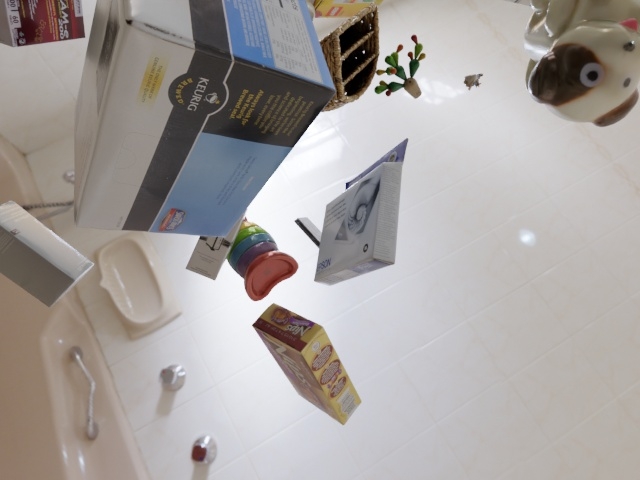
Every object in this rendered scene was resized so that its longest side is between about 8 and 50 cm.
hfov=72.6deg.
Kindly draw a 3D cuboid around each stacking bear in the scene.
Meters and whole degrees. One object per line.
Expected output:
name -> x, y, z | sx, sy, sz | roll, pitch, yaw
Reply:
stacking bear -> -0.226, 0.012, 1.328 | 0.289, 0.175, 0.164 | 47, -9, 32

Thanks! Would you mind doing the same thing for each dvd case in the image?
dvd case -> 0.000, 0.000, 1.205 | 0.164, 0.018, 0.221 | 47, 6, 0

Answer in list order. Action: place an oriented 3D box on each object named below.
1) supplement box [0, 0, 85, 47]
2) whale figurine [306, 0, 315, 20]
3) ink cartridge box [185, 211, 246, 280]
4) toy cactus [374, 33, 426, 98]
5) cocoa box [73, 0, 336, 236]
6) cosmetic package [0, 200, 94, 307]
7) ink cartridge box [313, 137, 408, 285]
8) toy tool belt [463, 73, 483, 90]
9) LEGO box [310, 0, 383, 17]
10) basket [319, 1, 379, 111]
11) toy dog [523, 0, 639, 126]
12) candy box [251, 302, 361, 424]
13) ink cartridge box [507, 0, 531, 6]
supplement box -> -0.743, -0.596, 1.149 | 0.073, 0.239, 0.130 | 20, -56, 9
whale figurine -> -0.151, -0.668, 1.235 | 0.141, 0.272, 0.216 | -54, -138, 34
ink cartridge box -> -0.271, -0.011, 1.163 | 0.086, 0.203, 0.148 | 24, 1, -9
toy cactus -> 0.286, -0.556, 1.465 | 0.180, 0.219, 0.112 | 40, -4, -29
cocoa box -> -0.182, -0.186, 0.587 | 0.347, 0.228, 0.231 | -42, -127, 45
cosmetic package -> -0.678, 0.032, 1.023 | 0.238, 0.107, 0.127 | 41, 8, -18
ink cartridge box -> 0.064, -0.046, 0.765 | 0.223, 0.045, 0.224 | -31, -135, 61
toy tool belt -> 0.528, -0.546, 1.504 | 0.052, 0.083, 0.051 | 9, -66, 45
LEGO box -> 0.176, -1.179, 1.846 | 0.500, 0.372, 0.193 | -21, -93, 58
basket -> 0.090, -0.554, 1.365 | 0.223, 0.299, 0.213 | -17, -64, 44
toy dog -> 0.584, -0.449, 0.980 | 0.284, 0.408, 0.395 | 25, -35, -14
candy box -> -0.017, 0.186, 0.653 | 0.109, 0.053, 0.187 | 17, -37, 43
ink cartridge box -> 0.521, -0.705, 1.138 | 0.082, 0.190, 0.140 | -24, -107, 63
